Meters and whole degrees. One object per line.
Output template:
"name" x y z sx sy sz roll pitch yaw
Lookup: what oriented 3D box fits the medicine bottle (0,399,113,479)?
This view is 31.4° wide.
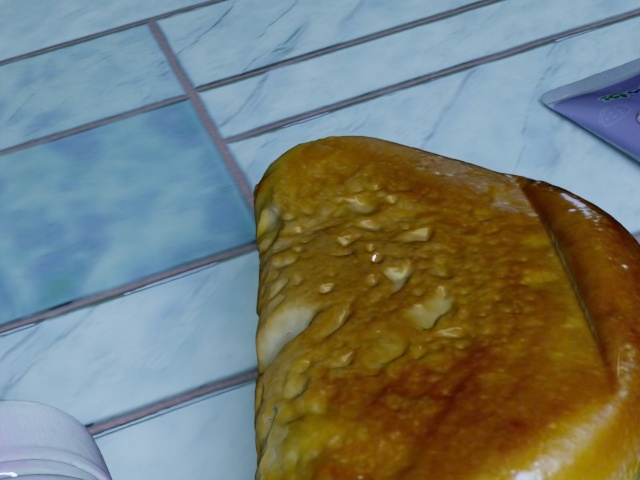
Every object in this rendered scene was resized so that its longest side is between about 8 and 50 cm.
"medicine bottle" -0.144 0.203 0.567 0.152 0.152 0.254 -20 35 -12

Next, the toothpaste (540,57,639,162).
"toothpaste" 0.313 -0.073 0.906 0.125 0.080 0.371 -21 28 -8

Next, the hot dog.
"hot dog" 0.079 0.086 0.634 0.223 0.185 0.405 -11 35 3
